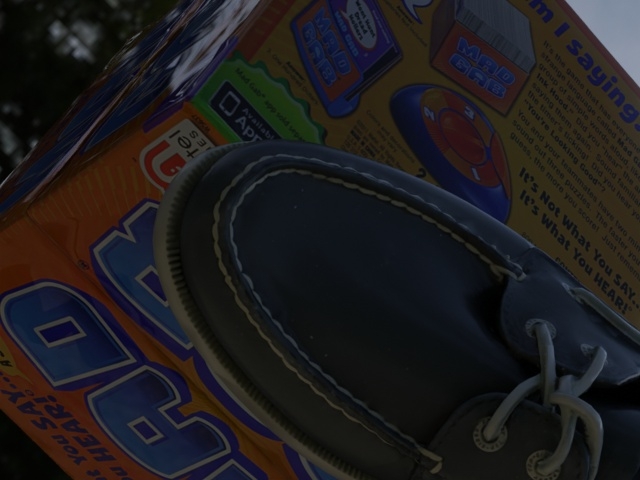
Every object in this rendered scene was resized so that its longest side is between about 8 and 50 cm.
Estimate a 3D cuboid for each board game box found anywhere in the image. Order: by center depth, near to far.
[{"bbox_3d":[0.000,0.000,1.282,0.356,0.356,0.356,47,-45,-14],"label":"board game box"}]

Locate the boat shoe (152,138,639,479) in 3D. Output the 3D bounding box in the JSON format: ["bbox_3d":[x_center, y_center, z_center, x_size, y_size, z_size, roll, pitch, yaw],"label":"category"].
[{"bbox_3d":[0.090,0.059,0.630,0.319,0.116,0.099,36,-22,-14],"label":"boat shoe"}]
